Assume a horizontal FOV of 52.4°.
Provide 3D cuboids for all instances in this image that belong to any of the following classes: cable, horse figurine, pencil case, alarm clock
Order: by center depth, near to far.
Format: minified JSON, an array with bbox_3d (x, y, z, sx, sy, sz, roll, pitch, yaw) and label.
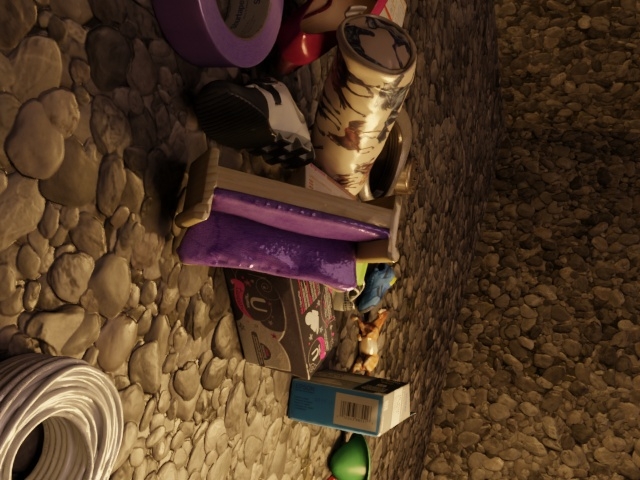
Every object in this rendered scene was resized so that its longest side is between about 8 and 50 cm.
[{"bbox_3d":[-0.362,0.271,0.817,0.257,0.089,0.257,42,58,-62],"label":"cable"},{"bbox_3d":[0.063,-0.269,1.330,0.160,0.183,0.410,-35,162,-31],"label":"pencil case"},{"bbox_3d":[0.138,0.329,1.978,0.174,0.066,0.263,8,87,-60],"label":"horse figurine"},{"bbox_3d":[0.282,-0.225,2.154,0.192,0.064,0.129,43,58,-58],"label":"alarm clock"}]

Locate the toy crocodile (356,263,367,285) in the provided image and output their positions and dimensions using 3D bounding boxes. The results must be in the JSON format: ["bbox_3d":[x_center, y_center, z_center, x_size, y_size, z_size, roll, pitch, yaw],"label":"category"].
[{"bbox_3d":[0.000,0.000,1.462,0.340,0.105,0.115,40,57,-35],"label":"toy crocodile"}]

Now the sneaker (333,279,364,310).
[{"bbox_3d":[0.081,0.095,1.749,0.090,0.095,0.235,69,35,-44],"label":"sneaker"}]

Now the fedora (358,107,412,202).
[{"bbox_3d":[0.129,-0.226,1.727,0.244,0.124,0.275,40,68,-60],"label":"fedora"}]

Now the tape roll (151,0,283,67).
[{"bbox_3d":[-0.161,-0.425,1.068,0.275,0.090,0.274,7,90,-65],"label":"tape roll"}]

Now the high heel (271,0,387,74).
[{"bbox_3d":[0.058,-0.477,1.295,0.377,0.127,0.181,-51,-170,-15],"label":"high heel"}]

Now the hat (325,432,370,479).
[{"bbox_3d":[0.030,0.644,1.874,0.208,0.184,0.173,-146,-115,-70],"label":"hat"}]

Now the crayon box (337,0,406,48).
[{"bbox_3d":[0.135,-0.539,1.707,0.203,0.083,0.323,40,59,-62],"label":"crayon box"}]

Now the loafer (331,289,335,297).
[{"bbox_3d":[-0.003,0.113,1.596,0.087,0.094,0.251,123,-16,-79],"label":"loafer"}]

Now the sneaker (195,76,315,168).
[{"bbox_3d":[-0.123,-0.245,1.201,0.330,0.122,0.146,24,57,-64],"label":"sneaker"}]

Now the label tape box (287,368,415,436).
[{"bbox_3d":[0.096,0.406,1.691,0.334,0.241,0.106,10,85,-67],"label":"label tape box"}]

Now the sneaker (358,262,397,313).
[{"bbox_3d":[0.159,0.141,1.988,0.082,0.069,0.209,57,45,-15],"label":"sneaker"}]

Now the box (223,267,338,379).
[{"bbox_3d":[-0.077,0.132,1.320,0.142,0.163,0.247,-46,136,-49],"label":"box"}]

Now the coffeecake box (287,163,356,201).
[{"bbox_3d":[0.005,-0.067,1.313,0.068,0.142,0.185,-48,-161,21],"label":"coffeecake box"}]

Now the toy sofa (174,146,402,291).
[{"bbox_3d":[-0.053,-0.021,1.103,0.363,0.150,0.177,13,81,-23],"label":"toy sofa"}]
